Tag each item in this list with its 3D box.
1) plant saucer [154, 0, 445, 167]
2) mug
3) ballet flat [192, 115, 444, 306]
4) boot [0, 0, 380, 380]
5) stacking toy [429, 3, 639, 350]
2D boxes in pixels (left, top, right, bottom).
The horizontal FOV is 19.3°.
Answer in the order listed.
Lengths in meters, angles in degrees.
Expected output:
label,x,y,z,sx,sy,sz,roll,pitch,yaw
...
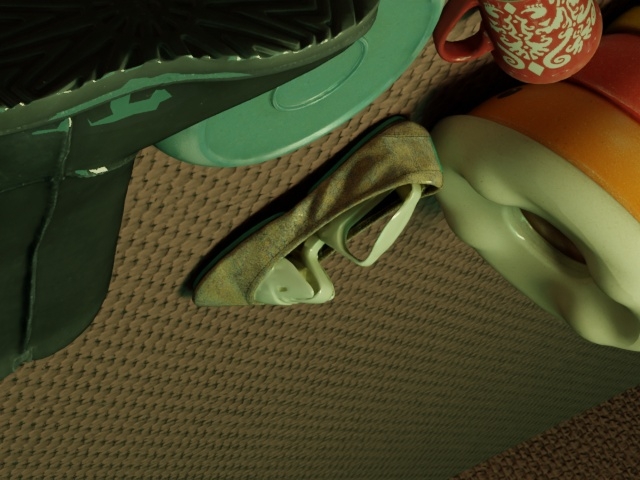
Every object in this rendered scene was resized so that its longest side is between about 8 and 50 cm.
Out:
label,x,y,z,sx,sy,sz,roll,pitch,yaw
plant saucer,-0.009,-0.162,1.671,0.318,0.043,0.317,-31,161,-12
mug,0.183,-0.215,1.746,0.150,0.113,0.169,-46,157,-2
ballet flat,0.000,0.000,1.973,0.316,0.106,0.107,-40,160,17
boot,-0.166,-0.052,1.506,0.367,0.146,0.445,-15,151,-22
stacking toy,0.377,-0.148,2.062,0.480,0.351,0.350,-48,164,-15
